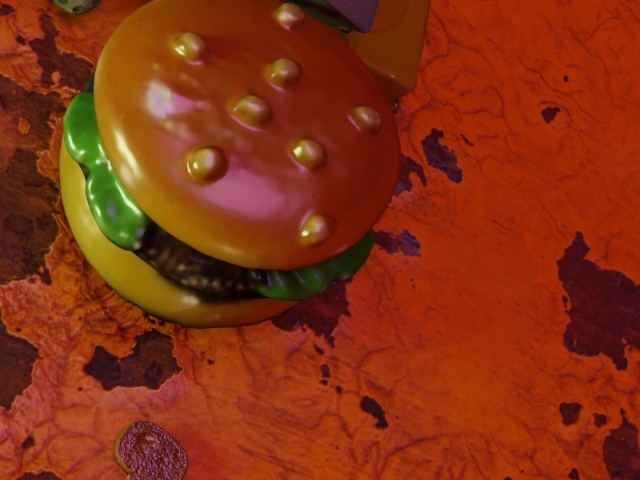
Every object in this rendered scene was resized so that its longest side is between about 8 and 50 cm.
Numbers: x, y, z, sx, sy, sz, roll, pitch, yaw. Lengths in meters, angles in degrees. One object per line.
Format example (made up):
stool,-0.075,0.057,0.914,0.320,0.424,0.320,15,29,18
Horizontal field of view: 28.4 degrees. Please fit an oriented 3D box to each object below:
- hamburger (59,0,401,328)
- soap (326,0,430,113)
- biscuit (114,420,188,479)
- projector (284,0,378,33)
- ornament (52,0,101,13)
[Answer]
hamburger,-0.112,-0.113,1.484,0.395,0.277,0.396,12,58,-21
soap,0.064,-0.361,1.842,0.204,0.096,0.324,23,59,-22
biscuit,-0.198,0.253,1.461,0.091,0.015,0.078,44,55,-9
projector,-0.045,-0.345,1.599,0.198,0.250,0.108,15,90,17
ornament,-0.291,-0.355,1.628,0.075,0.081,0.156,34,51,0
